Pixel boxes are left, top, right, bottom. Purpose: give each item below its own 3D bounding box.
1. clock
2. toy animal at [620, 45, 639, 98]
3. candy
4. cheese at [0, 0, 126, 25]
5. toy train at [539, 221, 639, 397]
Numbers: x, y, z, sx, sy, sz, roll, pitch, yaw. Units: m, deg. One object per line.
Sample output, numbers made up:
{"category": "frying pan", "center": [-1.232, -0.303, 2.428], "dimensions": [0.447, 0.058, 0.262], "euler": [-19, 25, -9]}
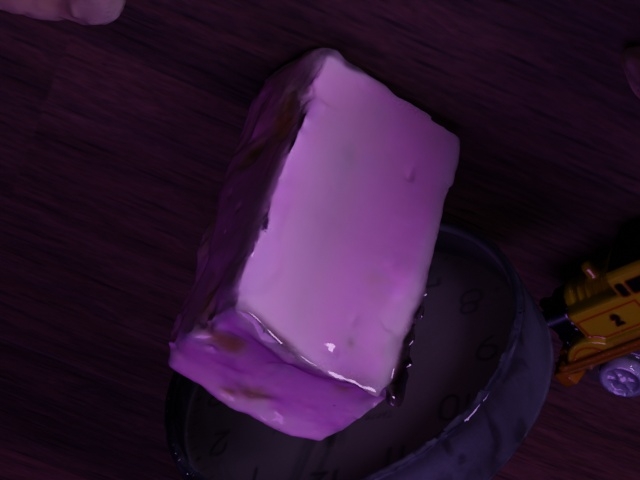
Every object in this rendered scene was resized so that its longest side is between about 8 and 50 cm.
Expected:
{"category": "clock", "center": [0.026, 0.109, 1.204], "dimensions": [0.325, 0.325, 0.067], "euler": [-8, 129, 28]}
{"category": "toy animal", "center": [0.319, -0.101, 0.970], "dimensions": [0.154, 0.166, 0.250], "euler": [-11, 168, -39]}
{"category": "candy", "center": [0.000, 0.000, 1.114], "dimensions": [0.155, 0.265, 0.116], "euler": [30, 145, -20]}
{"category": "cheese", "center": [-0.210, -0.262, 0.989], "dimensions": [0.159, 0.093, 0.263], "euler": [7, 141, 6]}
{"category": "toy train", "center": [0.267, 0.054, 1.245], "dimensions": [0.127, 0.089, 0.219], "euler": [44, 136, -19]}
